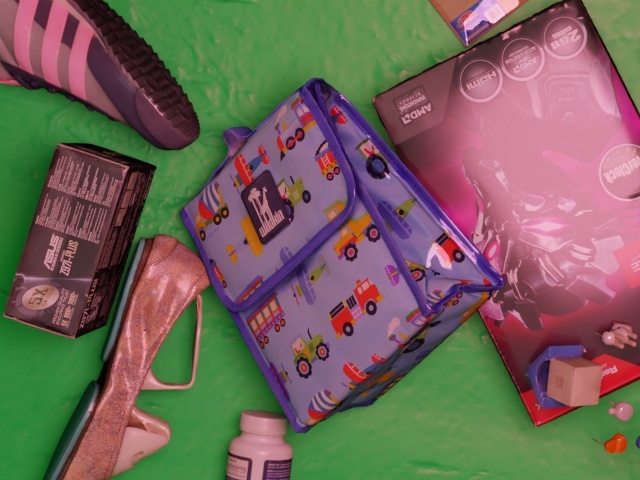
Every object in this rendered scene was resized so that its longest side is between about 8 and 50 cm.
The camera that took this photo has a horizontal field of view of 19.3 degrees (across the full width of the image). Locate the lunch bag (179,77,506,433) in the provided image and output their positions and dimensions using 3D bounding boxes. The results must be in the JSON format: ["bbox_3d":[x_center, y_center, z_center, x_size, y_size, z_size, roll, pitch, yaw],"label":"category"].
[{"bbox_3d":[0.000,0.000,1.846,0.221,0.138,0.293,-46,71,36],"label":"lunch bag"}]

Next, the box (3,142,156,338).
[{"bbox_3d":[-0.239,-0.002,1.885,0.077,0.147,0.180,18,95,4],"label":"box"}]

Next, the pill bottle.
[{"bbox_3d":[-0.063,0.237,1.918,0.067,0.067,0.120,7,94,6],"label":"pill bottle"}]

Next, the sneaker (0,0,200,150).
[{"bbox_3d":[-0.262,-0.185,1.909,0.319,0.112,0.131,46,107,7],"label":"sneaker"}]

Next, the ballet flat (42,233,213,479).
[{"bbox_3d":[-0.189,0.152,1.913,0.106,0.107,0.316,22,96,-9],"label":"ballet flat"}]

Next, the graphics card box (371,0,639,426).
[{"bbox_3d":[0.234,-0.029,1.862,0.232,0.094,0.371,-26,89,7],"label":"graphics card box"}]

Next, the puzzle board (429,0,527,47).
[{"bbox_3d":[0.169,-0.271,1.898,0.128,0.011,0.096,-38,90,7],"label":"puzzle board"}]

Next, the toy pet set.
[{"bbox_3d":[0.261,0.138,1.805,0.114,0.065,0.122,-1,103,-32],"label":"toy pet set"}]
